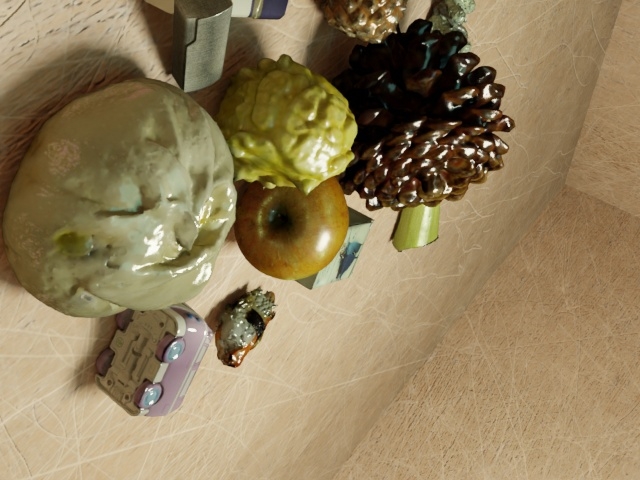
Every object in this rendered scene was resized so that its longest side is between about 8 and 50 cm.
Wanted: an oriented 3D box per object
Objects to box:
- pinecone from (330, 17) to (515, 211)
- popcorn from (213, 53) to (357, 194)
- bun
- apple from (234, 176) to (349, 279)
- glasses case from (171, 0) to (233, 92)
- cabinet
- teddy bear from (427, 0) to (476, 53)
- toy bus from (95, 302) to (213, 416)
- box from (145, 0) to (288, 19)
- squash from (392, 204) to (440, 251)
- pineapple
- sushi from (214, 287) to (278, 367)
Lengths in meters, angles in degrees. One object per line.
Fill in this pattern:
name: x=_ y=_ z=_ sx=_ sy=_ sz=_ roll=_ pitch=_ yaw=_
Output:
pinecone: x=0.184 y=-0.259 z=1.567 sx=0.398 sy=0.397 sz=0.398 roll=-44 pitch=151 yaw=-32
popcorn: x=-0.066 y=-0.179 z=1.289 sx=0.225 sy=0.249 sz=0.249 roll=-57 pitch=156 yaw=-17
bun: x=-0.257 y=-0.034 z=1.098 sx=0.365 sy=0.219 sz=0.365 roll=-39 pitch=146 yaw=-34
apple: x=-0.054 y=-0.039 z=1.500 sx=0.237 sy=0.236 sz=0.207 roll=-64 pitch=168 yaw=8
glasses case: x=-0.168 y=-0.279 z=1.090 sx=0.070 sy=0.047 sz=0.205 roll=-28 pitch=172 yaw=-18
cabinet: x=0.000 y=0.000 z=1.717 sx=0.206 sy=0.150 sz=0.145 roll=-12 pitch=127 yaw=-60
teddy bear: x=0.305 y=-0.524 z=1.816 sx=0.133 sy=0.111 sz=0.213 roll=88 pitch=8 yaw=-83
toy bus: x=-0.292 y=0.197 z=1.383 sx=0.142 sy=0.142 sz=0.203 roll=10 pitch=109 yaw=-59
box: x=-0.128 y=-0.407 z=1.112 sx=0.259 sy=0.071 sz=0.168 roll=-20 pitch=134 yaw=-53
squash: x=0.305 y=-0.101 z=2.233 sx=0.137 sy=0.137 sz=0.288 roll=-26 pitch=137 yaw=-51
pineapple: x=0.093 y=-0.456 z=1.393 sx=0.166 sy=0.166 sz=0.193 roll=5 pitch=113 yaw=-64
sushi: x=-0.162 y=0.171 z=1.659 sx=0.226 sy=0.097 sz=0.103 roll=-54 pitch=166 yaw=-50
